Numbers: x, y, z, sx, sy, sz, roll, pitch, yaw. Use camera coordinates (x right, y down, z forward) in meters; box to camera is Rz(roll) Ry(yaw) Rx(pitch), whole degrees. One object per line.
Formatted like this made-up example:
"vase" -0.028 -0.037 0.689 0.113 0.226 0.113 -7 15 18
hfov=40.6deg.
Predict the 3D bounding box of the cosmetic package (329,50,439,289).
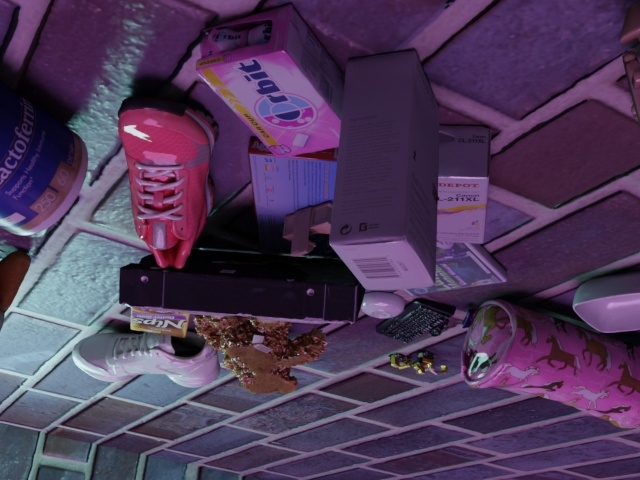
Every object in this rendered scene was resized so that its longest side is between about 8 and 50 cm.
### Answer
"cosmetic package" 0.074 -0.074 0.919 0.085 0.231 0.117 -4 152 21

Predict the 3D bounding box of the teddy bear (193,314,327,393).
"teddy bear" -0.118 0.167 1.626 0.245 0.113 0.338 -11 142 19

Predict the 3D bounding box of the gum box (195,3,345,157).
"gum box" -0.042 -0.170 0.944 0.107 0.062 0.188 -8 151 26

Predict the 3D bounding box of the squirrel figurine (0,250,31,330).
"squirrel figurine" -0.751 0.120 1.481 0.370 0.281 0.397 26 146 -22

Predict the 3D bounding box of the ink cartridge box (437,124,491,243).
"ink cartridge box" 0.147 -0.067 1.096 0.127 0.072 0.175 2 154 10

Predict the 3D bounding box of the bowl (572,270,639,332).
"bowl" 0.481 0.094 1.367 0.142 0.053 0.142 -14 148 36

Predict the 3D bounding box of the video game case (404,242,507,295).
"video game case" 0.174 0.033 1.350 0.173 0.022 0.190 -11 149 32

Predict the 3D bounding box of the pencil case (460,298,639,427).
"pencil case" 0.431 0.223 1.525 0.386 0.160 0.167 17 -179 -22

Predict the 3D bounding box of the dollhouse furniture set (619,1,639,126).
"dollhouse furniture set" 0.402 -0.233 0.742 0.303 0.173 0.355 -18 176 19

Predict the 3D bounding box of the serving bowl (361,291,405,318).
"serving bowl" 0.108 0.119 1.535 0.083 0.027 0.083 5 155 2

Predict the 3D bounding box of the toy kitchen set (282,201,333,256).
"toy kitchen set" 0.000 0.000 1.210 0.083 0.068 0.075 -16 146 39

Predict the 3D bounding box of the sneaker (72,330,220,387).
"sneaker" -0.358 0.219 1.789 0.305 0.114 0.152 4 140 -4

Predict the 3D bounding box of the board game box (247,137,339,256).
"board game box" -0.021 -0.052 1.218 0.145 0.027 0.281 7 154 2

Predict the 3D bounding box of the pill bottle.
"pill bottle" -0.419 -0.125 1.021 0.153 0.153 0.265 -11 149 31

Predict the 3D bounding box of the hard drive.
"hard drive" -0.104 0.064 1.304 0.339 0.064 0.237 3 -173 5

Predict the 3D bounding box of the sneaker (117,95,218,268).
"sneaker" -0.191 -0.063 1.114 0.116 0.136 0.314 4 154 2

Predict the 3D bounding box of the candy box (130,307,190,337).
"candy box" -0.295 0.123 1.611 0.109 0.053 0.186 10 155 -8

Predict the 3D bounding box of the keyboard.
"keyboard" 0.184 0.155 1.596 0.108 0.023 0.180 15 154 -17

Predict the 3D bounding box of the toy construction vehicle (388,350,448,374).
"toy construction vehicle" 0.202 0.258 1.786 0.098 0.035 0.086 27 148 -35
